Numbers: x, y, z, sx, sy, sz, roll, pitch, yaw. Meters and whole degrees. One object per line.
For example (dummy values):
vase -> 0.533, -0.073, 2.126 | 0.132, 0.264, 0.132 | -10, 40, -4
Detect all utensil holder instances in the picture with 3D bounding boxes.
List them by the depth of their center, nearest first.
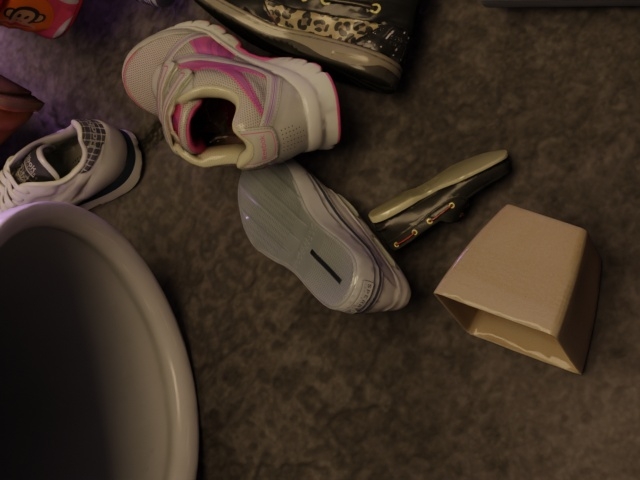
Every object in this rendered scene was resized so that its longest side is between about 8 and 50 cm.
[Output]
utensil holder -> -0.355, 0.171, 1.288 | 0.385, 0.327, 0.327 | -16, 74, 25

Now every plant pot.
plant pot -> 0.172, 0.034, 1.181 | 0.109, 0.109, 0.096 | 19, 77, 27

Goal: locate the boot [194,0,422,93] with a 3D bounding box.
boot -> 0.006, -0.250, 1.326 | 0.236, 0.085, 0.178 | 26, 88, 27

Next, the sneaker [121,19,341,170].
sneaker -> -0.104, -0.128, 1.305 | 0.252, 0.111, 0.103 | 18, 125, 41

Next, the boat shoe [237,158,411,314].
boat shoe -> 0.000, 0.000, 1.283 | 0.083, 0.076, 0.226 | -57, 41, 20

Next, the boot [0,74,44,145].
boot -> -0.372, -0.067, 1.388 | 0.220, 0.109, 0.283 | -62, 23, -3

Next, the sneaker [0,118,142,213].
sneaker -> -0.289, -0.046, 1.421 | 0.235, 0.095, 0.090 | -36, 69, 17

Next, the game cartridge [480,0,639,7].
game cartridge -> 0.213, -0.346, 1.235 | 0.198, 0.062, 0.297 | 2, 81, 10

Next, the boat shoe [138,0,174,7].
boat shoe -> -0.139, -0.383, 1.400 | 0.105, 0.113, 0.306 | 24, 101, 13

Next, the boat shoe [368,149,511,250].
boat shoe -> 0.108, -0.036, 1.256 | 0.133, 0.049, 0.042 | -29, 102, 9

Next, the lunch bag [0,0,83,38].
lunch bag -> -0.309, -0.360, 1.423 | 0.293, 0.120, 0.258 | 39, 114, 44
